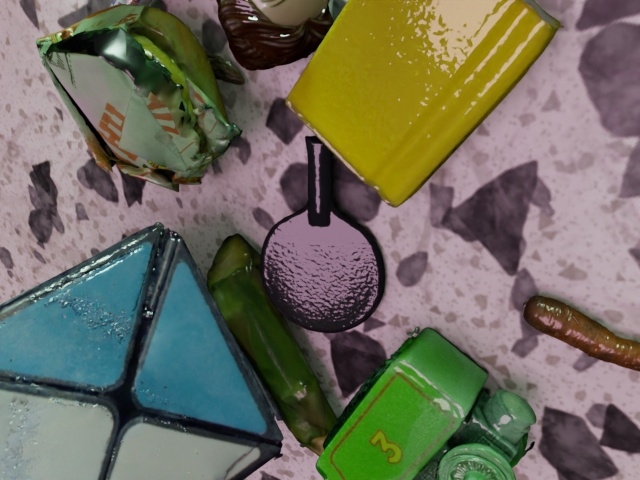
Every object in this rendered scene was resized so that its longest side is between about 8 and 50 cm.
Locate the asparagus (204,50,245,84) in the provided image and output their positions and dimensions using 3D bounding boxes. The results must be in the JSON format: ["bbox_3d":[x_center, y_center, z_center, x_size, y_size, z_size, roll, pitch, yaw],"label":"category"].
[{"bbox_3d":[-0.187,-0.222,0.715,0.236,0.027,0.034,19,125,24],"label":"asparagus"}]

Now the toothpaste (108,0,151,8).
[{"bbox_3d":[-0.244,-0.248,0.710,0.218,0.033,0.052,-42,67,25],"label":"toothpaste"}]

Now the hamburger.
[{"bbox_3d":[-0.176,-0.150,0.663,0.235,0.125,0.214,2,140,32],"label":"hamburger"}]

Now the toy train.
[{"bbox_3d":[0.111,0.231,0.665,0.188,0.132,0.243,38,116,15],"label":"toy train"}]

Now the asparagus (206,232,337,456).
[{"bbox_3d":[-0.051,0.154,0.771,0.082,0.085,0.343,-24,96,13],"label":"asparagus"}]

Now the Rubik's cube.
[{"bbox_3d":[-0.274,0.184,0.727,0.310,0.307,0.305,-11,107,60],"label":"Rubik's cube"}]

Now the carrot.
[{"bbox_3d":[0.270,0.098,0.571,0.165,0.035,0.036,27,123,16],"label":"carrot"}]

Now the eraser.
[{"bbox_3d":[0.083,-0.155,0.548,0.158,0.069,0.226,45,128,5],"label":"eraser"}]

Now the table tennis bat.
[{"bbox_3d":[0.000,0.000,0.687,0.150,0.027,0.236,5,110,15],"label":"table tennis bat"}]

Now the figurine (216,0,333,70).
[{"bbox_3d":[-0.080,-0.309,0.533,0.168,0.187,0.315,-14,111,34],"label":"figurine"}]
